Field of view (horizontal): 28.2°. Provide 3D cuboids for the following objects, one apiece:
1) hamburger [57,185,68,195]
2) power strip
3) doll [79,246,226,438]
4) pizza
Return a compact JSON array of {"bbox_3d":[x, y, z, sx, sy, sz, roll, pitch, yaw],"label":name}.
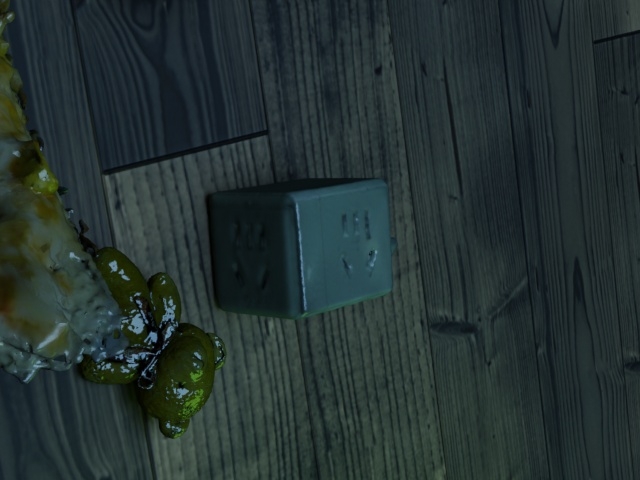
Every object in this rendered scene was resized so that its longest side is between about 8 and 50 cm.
[{"bbox_3d":[-0.349,0.051,1.069,0.309,0.132,0.211,-40,138,-33],"label":"hamburger"},{"bbox_3d":[0.000,0.000,1.461,0.224,0.139,0.140,-13,101,-46],"label":"power strip"},{"bbox_3d":[-0.177,0.102,1.310,0.209,0.097,0.137,49,63,-31],"label":"doll"},{"bbox_3d":[-0.387,-0.040,0.952,0.392,0.435,0.080,-16,141,-17],"label":"pizza"}]
